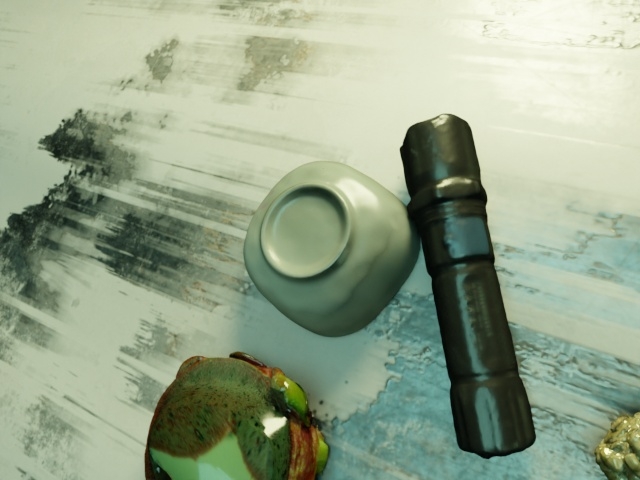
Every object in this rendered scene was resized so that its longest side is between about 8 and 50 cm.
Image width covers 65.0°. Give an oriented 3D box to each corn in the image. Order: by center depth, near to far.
[{"bbox_3d":[0.373,0.265,0.489,0.087,0.087,0.211,-46,69,5],"label":"corn"}]

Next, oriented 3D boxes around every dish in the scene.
[{"bbox_3d":[0.000,0.000,0.697,0.256,0.117,0.256,-6,73,20],"label":"dish"}]

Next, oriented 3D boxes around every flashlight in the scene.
[{"bbox_3d":[0.181,0.047,0.627,0.103,0.103,0.424,-13,72,19],"label":"flashlight"}]

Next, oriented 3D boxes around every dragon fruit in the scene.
[{"bbox_3d":[-0.121,0.282,0.667,0.295,0.130,0.268,36,86,27],"label":"dragon fruit"}]
